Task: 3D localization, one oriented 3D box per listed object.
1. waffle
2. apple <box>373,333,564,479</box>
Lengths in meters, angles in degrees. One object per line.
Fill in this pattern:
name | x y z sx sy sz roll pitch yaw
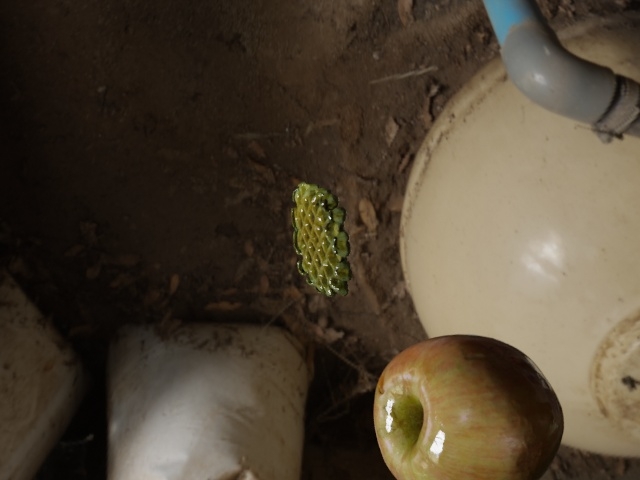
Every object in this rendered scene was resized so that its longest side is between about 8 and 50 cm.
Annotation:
waffle | 0.000 0.000 1.158 0.036 0.183 0.169 -9 105 -21
apple | 0.324 0.387 1.690 0.347 0.391 0.391 2 126 -26
